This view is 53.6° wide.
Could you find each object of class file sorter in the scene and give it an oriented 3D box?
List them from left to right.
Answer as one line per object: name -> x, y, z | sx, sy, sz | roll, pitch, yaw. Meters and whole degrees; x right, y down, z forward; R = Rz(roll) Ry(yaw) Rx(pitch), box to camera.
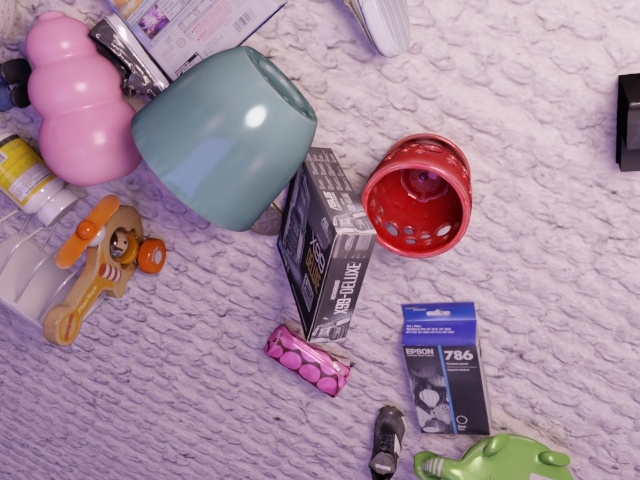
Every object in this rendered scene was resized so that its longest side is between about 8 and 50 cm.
file sorter -> -0.647, 0.066, 1.512 | 0.277, 0.193, 0.173 | 40, 120, -7

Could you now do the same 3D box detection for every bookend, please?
bookend -> 0.514, -0.169, 1.000 | 0.072, 0.157, 0.156 | -1, 118, 20

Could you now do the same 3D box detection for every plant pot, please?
plant pot -> -0.149, -0.202, 1.141 | 0.235, 0.293, 0.293 | -42, 100, 17
plant pot -> 0.182, -0.087, 1.149 | 0.191, 0.174, 0.191 | 8, 120, 14

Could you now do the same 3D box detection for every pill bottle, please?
pill bottle -> -0.663, -0.135, 1.441 | 0.208, 0.119, 0.119 | 46, 123, -10

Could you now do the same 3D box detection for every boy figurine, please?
boy figurine -> -0.759, -0.319, 1.384 | 0.285, 0.092, 0.177 | -3, 118, 21

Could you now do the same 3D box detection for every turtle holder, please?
turtle holder -> 0.388, 0.564, 1.411 | 0.320, 0.243, 0.227 | -11, 160, -6

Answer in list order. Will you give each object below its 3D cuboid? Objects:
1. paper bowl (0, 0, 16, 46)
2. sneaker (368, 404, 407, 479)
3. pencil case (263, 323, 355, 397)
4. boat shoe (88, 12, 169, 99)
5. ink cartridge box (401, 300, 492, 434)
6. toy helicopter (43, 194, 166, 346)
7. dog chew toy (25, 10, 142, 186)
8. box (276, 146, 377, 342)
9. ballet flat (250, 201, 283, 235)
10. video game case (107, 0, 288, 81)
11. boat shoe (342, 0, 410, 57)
paper bowl -> -0.723, -0.499, 1.232 | 0.284, 0.148, 0.284 | 9, 122, 14
sneaker -> 0.161, 0.511, 1.545 | 0.078, 0.106, 0.234 | 10, 122, 12
pencil case -> -0.029, 0.278, 1.484 | 0.209, 0.095, 0.098 | 31, 159, -3
boat shoe -> -0.358, -0.322, 1.226 | 0.080, 0.076, 0.228 | 27, 154, 57
ink cartridge box -> 0.278, 0.289, 1.404 | 0.165, 0.065, 0.333 | -5, 116, 22
toy helicopter -> -0.479, 0.061, 1.350 | 0.140, 0.355, 0.235 | 9, 139, 14
dog chew toy -> -0.476, -0.279, 1.253 | 0.206, 0.206, 0.332 | -7, 109, 22
box -> 0.000, 0.000, 1.189 | 0.076, 0.307, 0.242 | 2, 125, -18
ballet flat -> -0.185, -0.091, 1.350 | 0.250, 0.058, 0.084 | 28, 102, -5
video game case -> -0.234, -0.446, 1.149 | 0.269, 0.061, 0.244 | -31, 106, 31
boat shoe -> 0.058, -0.442, 1.043 | 0.094, 0.109, 0.302 | -12, 106, 41
